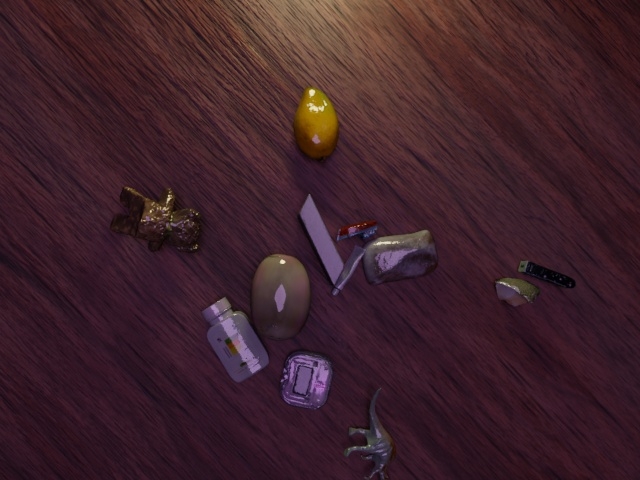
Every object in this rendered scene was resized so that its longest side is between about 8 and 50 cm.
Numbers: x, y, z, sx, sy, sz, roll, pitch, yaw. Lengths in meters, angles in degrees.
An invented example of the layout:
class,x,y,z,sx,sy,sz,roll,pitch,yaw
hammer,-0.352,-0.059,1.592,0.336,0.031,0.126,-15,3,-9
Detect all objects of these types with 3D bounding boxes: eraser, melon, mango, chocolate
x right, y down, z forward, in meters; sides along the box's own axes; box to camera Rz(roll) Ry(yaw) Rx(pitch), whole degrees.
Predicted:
class,x,y,z,sx,sy,sz,roll,pitch,yaw
eraser,0.001,0.000,1.659,0.077,0.111,0.352,-25,90,-8
melon,0.803,0.218,1.731,0.202,0.139,0.093,6,109,-8
mango,-0.018,-0.449,1.683,0.176,0.119,0.317,-3,79,-3
chocolate,0.316,0.067,1.698,0.303,0.100,0.185,-11,91,-3
melon,-0.145,0.208,1.578,0.223,0.223,0.317,4,87,-5

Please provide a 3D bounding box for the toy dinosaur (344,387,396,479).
class,x,y,z,sx,sy,sz,roll,pitch,yaw
toy dinosaur,0.195,0.748,1.649,0.205,0.092,0.393,9,85,-5

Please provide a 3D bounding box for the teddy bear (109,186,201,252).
class,x,y,z,sx,sy,sz,roll,pitch,yaw
teddy bear,-0.595,-0.077,1.598,0.296,0.222,0.246,19,92,39

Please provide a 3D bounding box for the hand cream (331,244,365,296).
class,x,y,z,sx,sy,sz,roll,pitch,yaw
hand cream,0.102,0.119,1.697,0.052,0.038,0.216,30,86,18

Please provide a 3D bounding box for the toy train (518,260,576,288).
class,x,y,z,sx,sy,sz,roll,pitch,yaw
toy train,0.925,0.143,1.772,0.234,0.051,0.052,20,86,-8

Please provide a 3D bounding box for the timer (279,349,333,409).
class,x,y,z,sx,sy,sz,roll,pitch,yaw
timer,-0.052,0.529,1.649,0.191,0.069,0.208,11,87,-2

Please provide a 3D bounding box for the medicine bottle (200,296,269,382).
class,x,y,z,sx,sy,sz,roll,pitch,yaw
medicine bottle,-0.320,0.361,1.610,0.161,0.111,0.296,-30,89,-6

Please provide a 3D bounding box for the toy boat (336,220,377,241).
class,x,y,z,sx,sy,sz,roll,pitch,yaw
toy boat,0.141,-0.032,1.695,0.173,0.069,0.059,-14,102,-12
